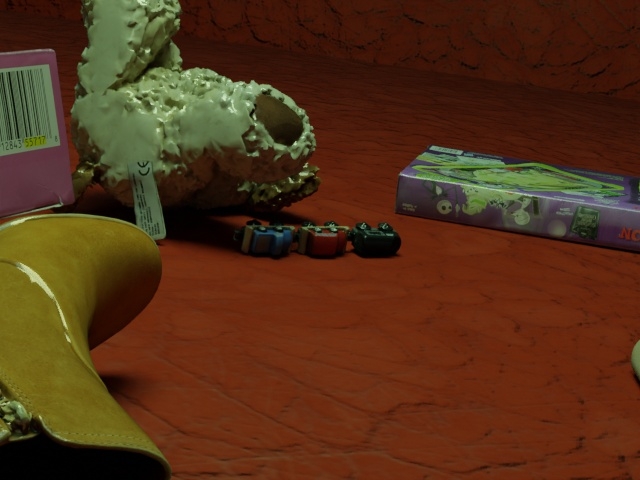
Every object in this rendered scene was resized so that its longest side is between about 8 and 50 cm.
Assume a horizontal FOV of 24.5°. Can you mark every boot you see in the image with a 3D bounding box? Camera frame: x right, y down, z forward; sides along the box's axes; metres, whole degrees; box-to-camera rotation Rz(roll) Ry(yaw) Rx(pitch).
[{"bbox_3d":[-0.140,0.075,0.757,0.211,0.104,0.295,25,26,37],"label":"boot"}]

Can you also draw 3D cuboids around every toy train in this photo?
[{"bbox_3d":[0.000,0.000,1.271,0.158,0.027,0.036,1,26,-27],"label":"toy train"}]

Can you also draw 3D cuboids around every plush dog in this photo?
[{"bbox_3d":[-0.127,-0.092,1.353,0.262,0.210,0.225,43,11,19],"label":"plush dog"}]

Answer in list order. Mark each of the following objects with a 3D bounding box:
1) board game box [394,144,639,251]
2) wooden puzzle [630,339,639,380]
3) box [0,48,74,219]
[{"bbox_3d":[0.264,-0.040,1.536,0.346,0.056,0.208,10,9,11],"label":"board game box"},{"bbox_3d":[0.337,0.114,0.949,0.238,0.044,0.221,3,14,0],"label":"wooden puzzle"},{"bbox_3d":[-0.337,-0.062,1.034,0.243,0.117,0.213,-3,8,27],"label":"box"}]
